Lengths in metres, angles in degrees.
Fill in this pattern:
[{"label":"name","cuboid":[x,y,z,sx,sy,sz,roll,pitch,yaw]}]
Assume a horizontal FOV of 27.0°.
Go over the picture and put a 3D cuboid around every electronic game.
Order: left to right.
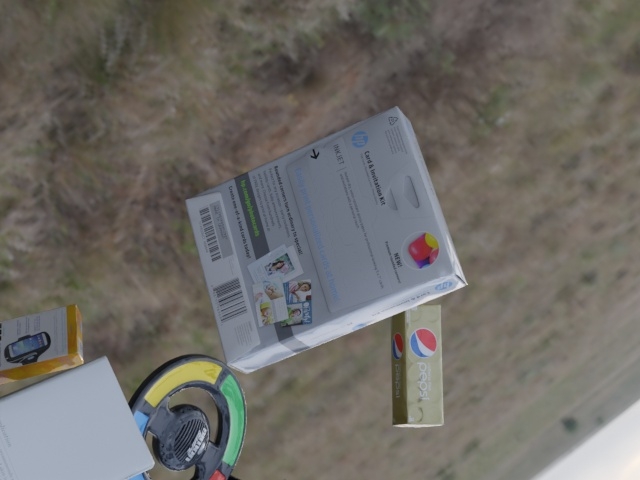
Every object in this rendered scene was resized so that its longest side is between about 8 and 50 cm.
[{"label":"electronic game","cuboid":[-0.184,0.263,1.776,0.229,0.048,0.229,-17,113,-46]}]

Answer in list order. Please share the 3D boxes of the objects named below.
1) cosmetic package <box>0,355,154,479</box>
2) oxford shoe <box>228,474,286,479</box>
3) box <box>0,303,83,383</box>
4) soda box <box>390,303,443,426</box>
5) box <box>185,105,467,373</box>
[{"label":"cosmetic package","cuboid":[-0.339,0.244,1.436,0.225,0.138,0.224,-21,175,-37]},{"label":"oxford shoe","cuboid":[-0.044,0.416,1.861,0.130,0.364,0.132,-20,116,-53]},{"label":"box","cuboid":[-0.353,0.127,1.594,0.136,0.081,0.028,-14,135,2]},{"label":"soda box","cuboid":[0.143,0.187,1.988,0.061,0.181,0.058,3,169,-20]},{"label":"box","cuboid":[0.000,0.000,1.008,0.186,0.145,0.038,-24,156,15]}]
